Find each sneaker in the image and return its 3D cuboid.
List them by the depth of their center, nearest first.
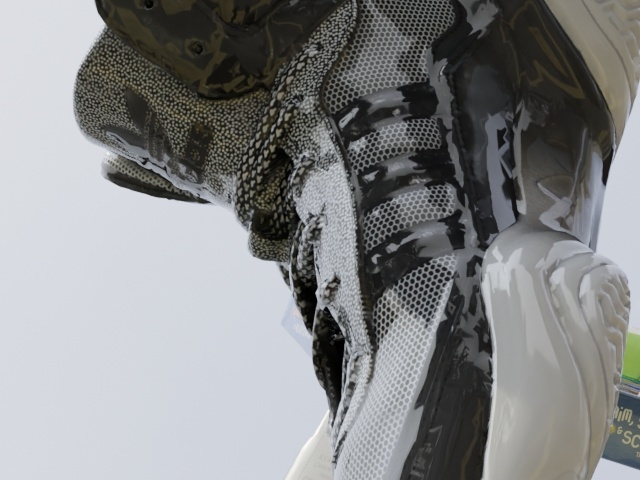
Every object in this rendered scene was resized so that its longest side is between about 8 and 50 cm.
[{"bbox_3d":[0.000,0.000,0.407,0.153,0.268,0.101,13,-41,4],"label":"sneaker"}]

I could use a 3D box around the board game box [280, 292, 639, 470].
[{"bbox_3d":[0.087,0.067,0.760,0.201,0.136,0.035,19,-88,-11],"label":"board game box"}]

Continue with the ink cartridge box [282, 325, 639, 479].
[{"bbox_3d":[0.083,0.161,0.908,0.255,0.189,0.097,-58,-40,-23],"label":"ink cartridge box"}]
